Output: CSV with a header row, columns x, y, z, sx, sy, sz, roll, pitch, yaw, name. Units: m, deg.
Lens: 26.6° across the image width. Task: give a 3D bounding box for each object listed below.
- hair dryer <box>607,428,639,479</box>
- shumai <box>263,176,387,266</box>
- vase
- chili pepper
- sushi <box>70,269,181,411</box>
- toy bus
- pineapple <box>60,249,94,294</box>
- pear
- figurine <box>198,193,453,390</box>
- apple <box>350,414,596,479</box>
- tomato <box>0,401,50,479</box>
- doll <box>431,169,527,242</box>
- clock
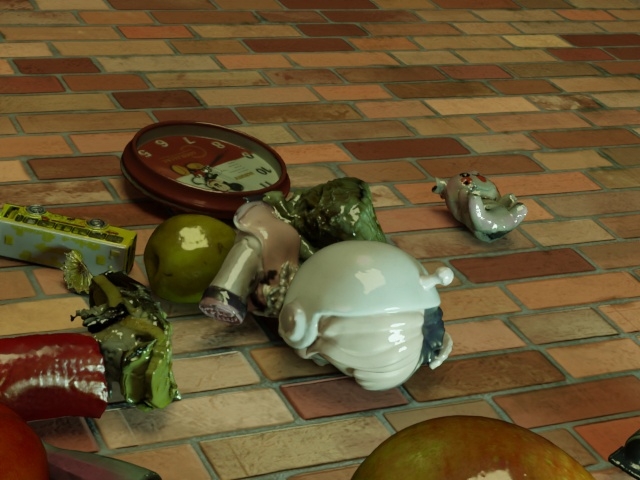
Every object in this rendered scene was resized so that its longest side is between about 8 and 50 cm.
x,y,z,sx,sy,sz,roll,pitch,yaw,name
0.551,0.336,1.897,0.248,0.078,0.195,33,36,28,hair dryer
0.002,-0.001,2.267,0.218,0.189,0.256,-9,8,3,shumai
-0.304,0.292,1.682,0.214,0.086,0.086,18,28,25,vase
-0.454,0.196,1.760,0.338,0.131,0.134,-9,23,-29,chili pepper
-0.272,0.153,1.924,0.131,0.139,0.291,-14,27,-21,sushi
-0.416,0.004,2.202,0.226,0.081,0.074,14,32,0,toy bus
-0.386,0.056,2.142,0.045,0.019,0.083,-35,70,0,pineapple
-0.200,0.027,2.150,0.162,0.149,0.149,-14,35,-29,pear
0.011,0.086,2.032,0.361,0.211,0.253,23,30,27,figurine
0.169,0.354,1.454,0.339,0.339,0.339,8,27,-4,apple
-0.434,0.289,1.478,0.298,0.226,0.298,8,14,-2,tomato
0.303,-0.067,2.552,0.149,0.095,0.192,5,25,-22,doll
-0.213,-0.126,2.512,0.318,0.080,0.318,12,27,-6,clock
